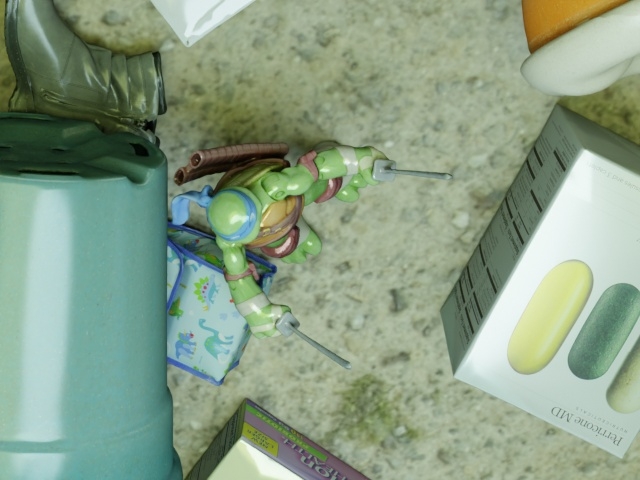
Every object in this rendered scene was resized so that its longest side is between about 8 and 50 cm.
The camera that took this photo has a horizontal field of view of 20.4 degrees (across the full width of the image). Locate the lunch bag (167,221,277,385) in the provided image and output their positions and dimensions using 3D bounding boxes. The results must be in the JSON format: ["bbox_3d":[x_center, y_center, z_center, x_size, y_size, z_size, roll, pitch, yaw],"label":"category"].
[{"bbox_3d":[-0.141,0.060,1.872,0.151,0.096,0.129,26,110,8],"label":"lunch bag"}]

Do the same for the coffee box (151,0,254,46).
[{"bbox_3d":[-0.079,-0.428,1.555,0.338,0.334,0.338,-34,108,9],"label":"coffee box"}]

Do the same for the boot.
[{"bbox_3d":[-0.237,-0.188,1.810,0.161,0.083,0.246,0,114,-4],"label":"boot"}]

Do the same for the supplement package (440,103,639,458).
[{"bbox_3d":[0.273,0.037,1.803,0.199,0.198,0.263,26,105,-8],"label":"supplement package"}]

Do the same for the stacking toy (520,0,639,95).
[{"bbox_3d":[0.276,-0.402,1.663,0.350,0.350,0.480,-23,87,7],"label":"stacking toy"}]

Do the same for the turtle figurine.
[{"bbox_3d":[0.000,0.000,1.746,0.274,0.266,0.198,5,100,10],"label":"turtle figurine"}]

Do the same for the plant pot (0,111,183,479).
[{"bbox_3d":[-0.288,0.065,1.716,0.341,0.341,0.334,6,107,-2],"label":"plant pot"}]

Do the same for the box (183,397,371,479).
[{"bbox_3d":[-0.065,0.338,1.937,0.213,0.117,0.243,34,105,-9],"label":"box"}]
